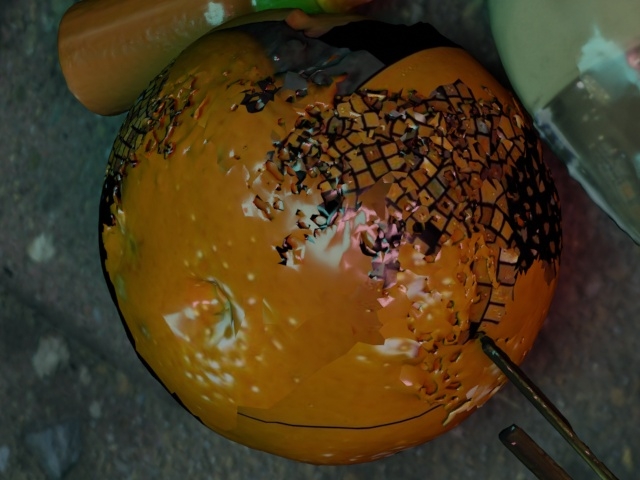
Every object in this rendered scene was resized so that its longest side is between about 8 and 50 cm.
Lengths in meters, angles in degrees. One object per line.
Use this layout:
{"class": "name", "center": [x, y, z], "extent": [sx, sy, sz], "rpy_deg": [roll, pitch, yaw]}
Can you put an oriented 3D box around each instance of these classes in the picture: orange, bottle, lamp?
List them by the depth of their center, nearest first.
{"class": "lamp", "center": [0.144, -0.072, 0.895], "extent": [0.101, 0.101, 0.250], "rpy_deg": [-34, 81, 31]}
{"class": "orange", "center": [0.000, 0.000, 0.952], "extent": [0.234, 0.182, 0.234], "rpy_deg": [13, 118, 27]}
{"class": "bottle", "center": [-0.050, -0.119, 1.035], "extent": [0.187, 0.069, 0.069], "rpy_deg": [-13, 89, 31]}

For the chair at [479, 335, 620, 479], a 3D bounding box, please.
{"class": "chair", "center": [0.209, 0.150, 0.821], "extent": [0.170, 0.160, 0.326], "rpy_deg": [-37, 99, 8]}
